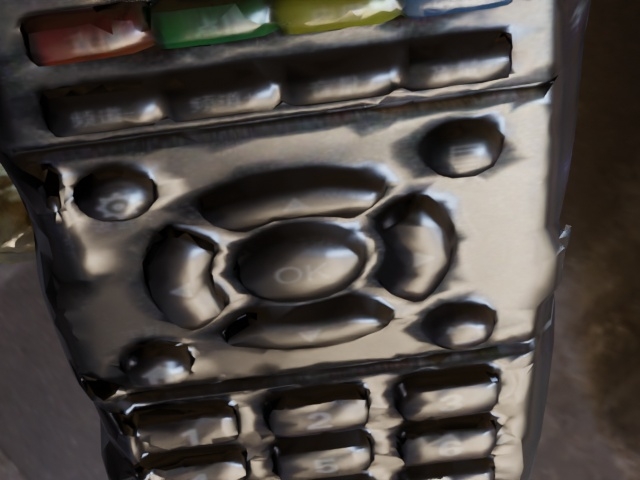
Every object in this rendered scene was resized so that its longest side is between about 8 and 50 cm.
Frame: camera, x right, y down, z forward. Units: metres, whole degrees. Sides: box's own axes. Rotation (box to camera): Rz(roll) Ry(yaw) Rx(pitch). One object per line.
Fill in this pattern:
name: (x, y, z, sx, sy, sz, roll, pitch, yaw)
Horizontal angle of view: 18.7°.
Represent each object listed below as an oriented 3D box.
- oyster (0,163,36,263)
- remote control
oyster: (-0.132, -0.008, 0.555, 0.146, 0.121, 0.045, 11, 64, -23)
remote control: (0.000, 0.000, 0.498, 0.144, 0.399, 0.062, -8, 57, -2)
